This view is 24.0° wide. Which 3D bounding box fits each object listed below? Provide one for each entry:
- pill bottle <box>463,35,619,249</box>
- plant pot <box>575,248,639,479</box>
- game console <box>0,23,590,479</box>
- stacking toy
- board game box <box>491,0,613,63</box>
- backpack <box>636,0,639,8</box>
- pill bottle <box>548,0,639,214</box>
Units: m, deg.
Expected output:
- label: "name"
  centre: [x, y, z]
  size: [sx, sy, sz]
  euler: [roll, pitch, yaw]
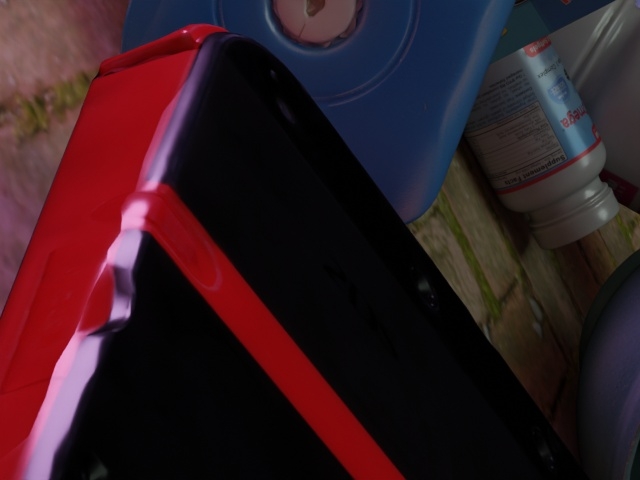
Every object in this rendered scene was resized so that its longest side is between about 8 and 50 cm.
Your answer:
- label: "pill bottle"
  centre: [0.153, -0.078, 1.096]
  size: [0.160, 0.087, 0.087]
  euler: [61, 25, -9]
- label: "plant pot"
  centre: [0.294, 0.103, 1.023]
  size: [0.293, 0.293, 0.196]
  euler: [51, 1, -27]
- label: "game console"
  centre: [0.035, 0.130, 0.503]
  size: [0.386, 0.060, 0.342]
  euler: [52, 22, -22]
- label: "stacking toy"
  centre: [0.014, -0.120, 0.811]
  size: [0.165, 0.175, 0.302]
  euler: [22, 8, 4]
- label: "board game box"
  centre: [0.187, -0.251, 1.029]
  size: [0.079, 0.336, 0.254]
  euler: [52, 27, -25]
- label: "backpack"
  centre: [0.285, -0.141, 1.327]
  size: [0.188, 0.165, 0.144]
  euler: [49, 29, -23]
- label: "pill bottle"
  centre: [0.294, -0.085, 1.168]
  size: [0.283, 0.160, 0.160]
  euler: [31, 23, 10]
